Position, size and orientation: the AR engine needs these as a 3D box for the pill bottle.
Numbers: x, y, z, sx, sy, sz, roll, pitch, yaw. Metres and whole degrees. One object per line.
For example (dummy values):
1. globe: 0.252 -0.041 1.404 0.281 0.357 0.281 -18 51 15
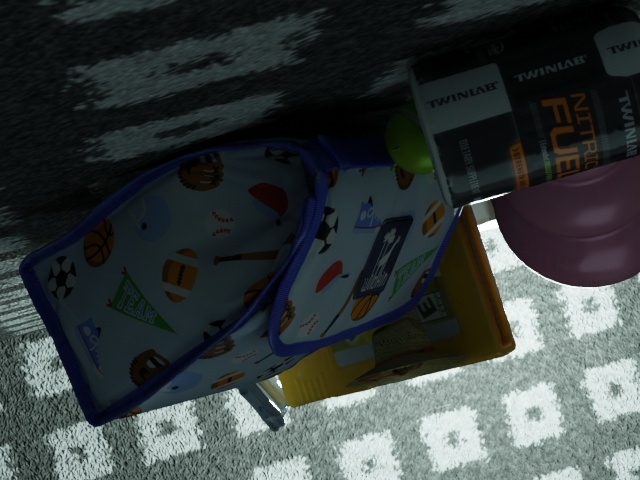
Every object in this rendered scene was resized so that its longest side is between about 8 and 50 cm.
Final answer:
1. pill bottle: 0.207 -0.121 1.172 0.245 0.130 0.130 -17 177 5

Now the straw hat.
1. straw hat: 0.091 0.118 1.534 0.144 0.061 0.144 -13 167 -3

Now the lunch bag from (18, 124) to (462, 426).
1. lunch bag: -0.052 0.014 1.436 0.385 0.239 0.328 -36 167 30

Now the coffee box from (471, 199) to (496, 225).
1. coffee box: 0.286 -0.084 2.203 0.297 0.119 0.168 -12 174 -44

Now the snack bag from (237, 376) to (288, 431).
1. snack bag: -0.146 0.105 1.784 0.037 0.323 0.342 -40 177 -2

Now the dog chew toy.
1. dog chew toy: 0.272 -0.081 1.446 0.206 0.207 0.332 -16 155 9

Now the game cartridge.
1. game cartridge: 0.048 0.035 1.650 0.323 0.285 0.052 -19 179 35

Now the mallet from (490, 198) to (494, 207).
1. mallet: 0.191 -0.077 1.661 0.062 0.190 0.039 -8 133 2

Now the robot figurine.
1. robot figurine: 0.109 -0.108 1.294 0.115 0.067 0.101 -38 159 -15
